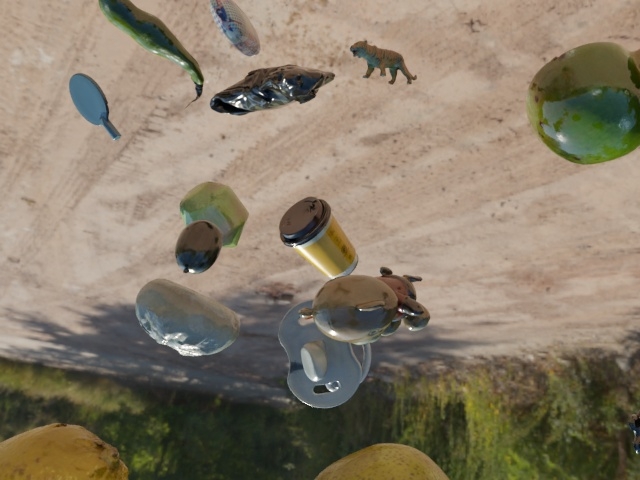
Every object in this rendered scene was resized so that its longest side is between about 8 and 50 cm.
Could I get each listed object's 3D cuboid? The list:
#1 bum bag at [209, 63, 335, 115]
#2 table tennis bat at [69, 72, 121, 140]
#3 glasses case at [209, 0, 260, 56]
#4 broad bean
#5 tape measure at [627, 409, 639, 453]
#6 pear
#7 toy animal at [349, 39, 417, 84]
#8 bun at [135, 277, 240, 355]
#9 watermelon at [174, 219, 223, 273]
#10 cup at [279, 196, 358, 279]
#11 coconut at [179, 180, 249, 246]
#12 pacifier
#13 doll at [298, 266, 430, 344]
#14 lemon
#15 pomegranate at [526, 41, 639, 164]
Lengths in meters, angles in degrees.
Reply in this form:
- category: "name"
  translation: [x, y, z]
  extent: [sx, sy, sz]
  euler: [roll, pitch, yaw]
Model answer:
- category: "bum bag"
  translation: [-0.104, -0.326, 1.252]
  extent: [0.144, 0.095, 0.340]
  euler: [-22, -165, -37]
- category: "table tennis bat"
  translation: [-0.470, -0.277, 1.219]
  extent: [0.100, 0.019, 0.155]
  euler: [-32, 97, 42]
- category: "glasses case"
  translation: [-0.230, -0.588, 1.616]
  extent: [0.076, 0.125, 0.327]
  euler: [-30, -175, 8]
- category: "broad bean"
  translation: [-0.365, -0.434, 1.297]
  extent: [0.098, 0.056, 0.318]
  euler: [-33, 126, 8]
- category: "tape measure"
  translation: [0.662, 0.311, 1.010]
  extent: [0.235, 0.115, 0.207]
  euler: [-10, 172, 26]
- category: "pear"
  translation: [0.091, 0.445, 0.862]
  extent: [0.294, 0.294, 0.294]
  euler: [6, 160, 2]
- category: "toy animal"
  translation: [0.190, -0.514, 1.698]
  extent: [0.241, 0.099, 0.057]
  euler: [2, 177, -32]
- category: "bun"
  translation: [-0.415, 0.255, 1.832]
  extent: [0.354, 0.194, 0.354]
  euler: [26, 171, 5]
- category: "watermelon"
  translation: [-0.216, 0.012, 1.033]
  extent: [0.078, 0.111, 0.078]
  euler: [9, 139, 8]
- category: "cup"
  translation: [0.000, 0.000, 1.938]
  extent: [0.196, 0.196, 0.280]
  euler: [-9, 135, 38]
- category: "coconut"
  translation: [-0.341, -0.072, 1.889]
  extent: [0.236, 0.204, 0.236]
  euler: [37, 151, 24]
- category: "pacifier"
  translation: [0.004, 0.283, 1.460]
  extent: [0.227, 0.279, 0.207]
  euler: [-14, 174, 12]
- category: "doll"
  translation: [0.122, 0.150, 1.370]
  extent: [0.235, 0.174, 0.330]
  euler: [-10, 175, 38]
- category: "lemon"
  translation: [-0.450, 0.432, 0.945]
  extent: [0.310, 0.253, 0.253]
  euler: [-40, 145, 9]
- category: "pomegranate"
  translation: [0.651, -0.301, 1.302]
  extent: [0.310, 0.216, 0.358]
  euler: [15, 150, -42]
